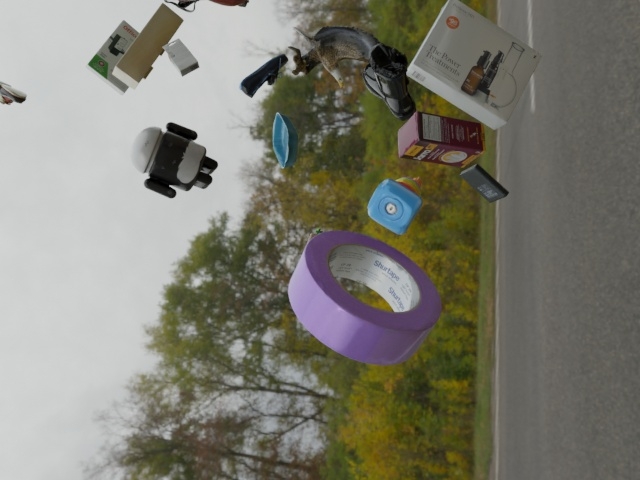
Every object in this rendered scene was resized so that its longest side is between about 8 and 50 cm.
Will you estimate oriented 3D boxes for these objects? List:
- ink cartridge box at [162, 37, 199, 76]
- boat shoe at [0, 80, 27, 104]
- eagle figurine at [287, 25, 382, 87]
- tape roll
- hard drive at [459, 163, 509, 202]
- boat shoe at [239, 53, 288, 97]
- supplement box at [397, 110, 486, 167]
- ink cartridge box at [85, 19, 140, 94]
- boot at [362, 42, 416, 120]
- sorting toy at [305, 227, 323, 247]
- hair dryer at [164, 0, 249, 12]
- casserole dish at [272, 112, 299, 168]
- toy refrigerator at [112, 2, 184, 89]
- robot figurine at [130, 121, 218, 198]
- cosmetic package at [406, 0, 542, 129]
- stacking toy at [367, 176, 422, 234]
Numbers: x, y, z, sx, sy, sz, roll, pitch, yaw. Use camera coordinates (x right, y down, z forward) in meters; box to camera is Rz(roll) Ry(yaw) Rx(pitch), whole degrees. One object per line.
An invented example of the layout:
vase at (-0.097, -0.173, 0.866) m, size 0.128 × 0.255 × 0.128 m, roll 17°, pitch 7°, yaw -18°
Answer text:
ink cartridge box at (-0.422, -0.553, 1.629) m, size 0.115 × 0.063 × 0.029 m, roll 52°, pitch 166°, yaw 20°
boat shoe at (-0.681, -0.315, 1.166) m, size 0.049 × 0.137 × 0.043 m, roll 15°, pitch -80°, yaw -59°
eagle figurine at (0.060, -0.621, 1.784) m, size 0.225 × 0.299 × 0.226 m, roll 53°, pitch -157°, yaw -49°
tape roll at (0.083, 0.099, 1.008) m, size 0.274 × 0.275 × 0.090 m, roll -64°, pitch 0°, yaw -60°
hard drive at (0.507, -0.176, 1.674) m, size 0.022 × 0.135 × 0.094 m, roll -51°, pitch 6°, yaw -16°
boat shoe at (-0.232, -0.699, 2.318) m, size 0.258 × 0.089 × 0.109 m, roll -41°, pitch 4°, yaw -11°
supplement box at (0.298, -0.247, 1.334) m, size 0.104 × 0.188 × 0.080 m, roll 138°, pitch 134°, yaw -65°
ink cartridge box at (-0.702, -0.648, 1.917) m, size 0.208 × 0.153 × 0.087 m, roll -57°, pitch 26°, yaw -8°
boot at (0.179, -0.475, 1.504) m, size 0.246 × 0.094 × 0.207 m, roll 61°, pitch -177°, yaw 31°
sorting toy at (0.000, 0.000, 1.397) m, size 0.012 × 0.062 × 0.083 m, roll 88°, pitch -164°, yaw -48°
hair dryer at (-0.290, -0.605, 1.337) m, size 0.293 × 0.224 × 0.080 m, roll -116°, pitch 17°, yaw -82°
casserole dish at (-0.093, -0.270, 1.450) m, size 0.188 × 0.037 × 0.114 m, roll -114°, pitch 28°, yaw -52°
toy refrigerator at (-0.562, -0.633, 1.772) m, size 0.269 × 0.094 × 0.102 m, roll -60°, pitch 24°, yaw -14°
robot figurine at (-0.492, -0.269, 1.809) m, size 0.173 × 0.278 × 0.209 m, roll -55°, pitch 24°, yaw 32°
cosmetic package at (0.523, -0.601, 1.839) m, size 0.284 × 0.377 × 0.097 m, roll -61°, pitch 6°, yaw -10°
stacking toy at (0.310, -0.171, 1.969) m, size 0.302 × 0.166 × 0.175 m, roll -43°, pitch -17°, yaw -52°
